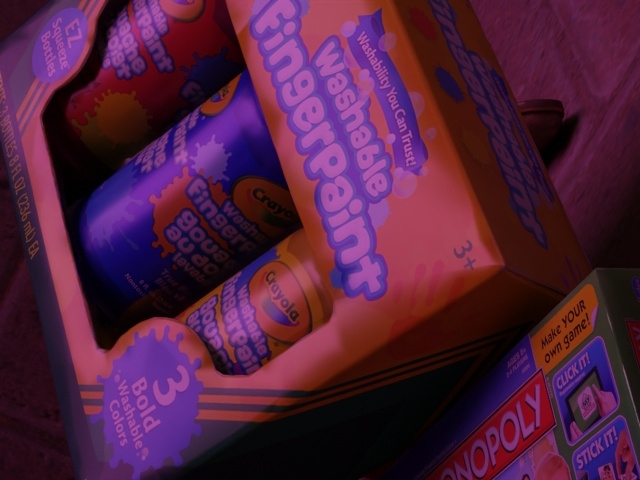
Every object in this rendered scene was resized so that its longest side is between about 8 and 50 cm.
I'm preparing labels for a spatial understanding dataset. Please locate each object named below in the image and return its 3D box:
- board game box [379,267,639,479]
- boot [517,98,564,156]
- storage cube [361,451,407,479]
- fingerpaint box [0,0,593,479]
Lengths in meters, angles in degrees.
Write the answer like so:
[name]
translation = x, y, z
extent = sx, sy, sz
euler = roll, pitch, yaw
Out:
[board game box]
translation = 0.136, 0.186, 0.945
extent = 0.317, 0.046, 0.213
euler = 125, 140, -52
[boot]
translation = 0.174, -0.043, 1.626
extent = 0.305, 0.112, 0.115
euler = -49, 48, 51
[storage cube]
translation = 0.089, 0.118, 1.265
extent = 0.215, 0.184, 0.193
euler = 158, 135, -77
[fingerpaint box]
translation = -0.045, -0.050, 1.134
extent = 0.371, 0.163, 0.445
euler = -34, 57, 25
